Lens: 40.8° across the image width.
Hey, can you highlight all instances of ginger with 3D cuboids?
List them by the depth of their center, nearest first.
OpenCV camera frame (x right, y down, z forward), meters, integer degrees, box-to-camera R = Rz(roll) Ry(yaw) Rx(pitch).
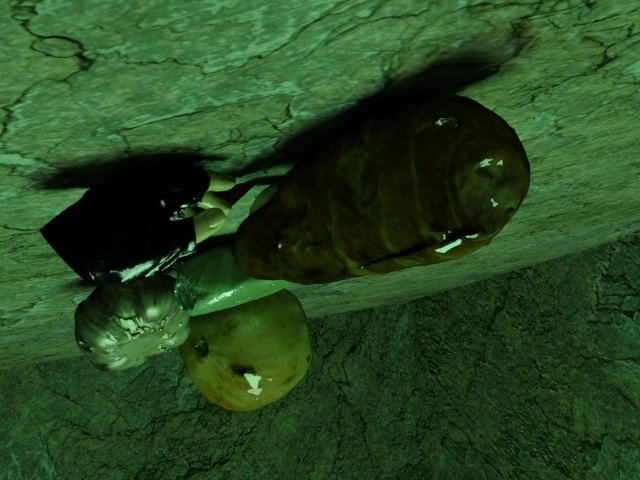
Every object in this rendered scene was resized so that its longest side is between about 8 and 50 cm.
[{"bbox_3d":[0.089,-0.053,0.981,0.254,0.176,0.418,-20,178,-38],"label":"ginger"}]

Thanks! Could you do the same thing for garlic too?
[{"bbox_3d":[-0.370,0.143,1.690,0.244,0.161,0.245,-18,148,-12],"label":"garlic"}]

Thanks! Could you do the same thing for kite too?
[{"bbox_3d":[-0.169,-0.024,1.049,0.222,0.125,0.008,-12,128,3],"label":"kite"}]

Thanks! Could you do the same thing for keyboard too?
[{"bbox_3d":[-0.254,0.037,1.603,0.061,0.013,0.204,-12,171,-2],"label":"keyboard"}]

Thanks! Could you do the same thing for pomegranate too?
[{"bbox_3d":[-0.163,0.236,2.069,0.342,0.343,0.342,-12,171,-2],"label":"pomegranate"}]

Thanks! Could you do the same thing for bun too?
[{"bbox_3d":[-0.155,0.058,1.544,0.221,0.108,0.221,-18,172,-3],"label":"bun"}]

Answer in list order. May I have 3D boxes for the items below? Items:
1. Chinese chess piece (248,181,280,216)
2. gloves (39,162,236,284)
[{"bbox_3d":[-0.039,-0.020,1.157,0.122,0.122,0.051,-6,180,-32],"label":"Chinese chess piece"},{"bbox_3d":[-0.187,-0.029,0.960,0.203,0.124,0.164,-39,-138,-23],"label":"gloves"}]
